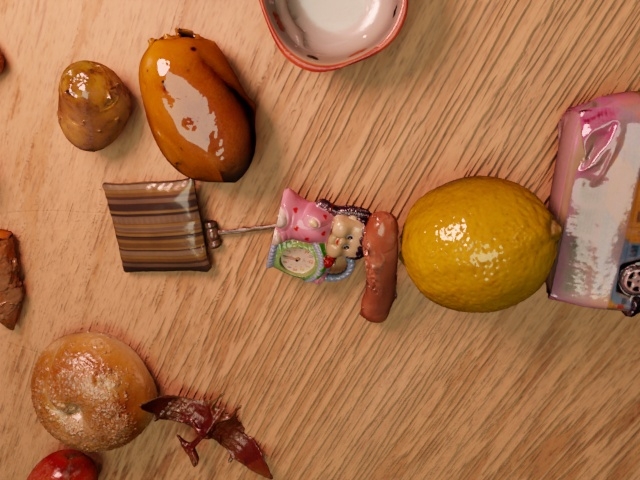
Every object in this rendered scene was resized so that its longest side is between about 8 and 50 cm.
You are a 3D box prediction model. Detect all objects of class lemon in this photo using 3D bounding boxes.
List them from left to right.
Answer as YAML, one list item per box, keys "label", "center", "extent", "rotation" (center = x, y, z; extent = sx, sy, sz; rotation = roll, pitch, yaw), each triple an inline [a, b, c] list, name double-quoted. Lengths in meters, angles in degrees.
- label: "lemon"
  center: [0.279, 0.007, 0.960]
  extent: [0.267, 0.267, 0.268]
  rotation: [2, 110, 7]

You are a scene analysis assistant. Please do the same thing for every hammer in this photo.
- label: "hammer"
  center: [-0.100, -0.027, 1.117]
  extent: [0.292, 0.029, 0.058]
  rotation: [-6, 111, 8]

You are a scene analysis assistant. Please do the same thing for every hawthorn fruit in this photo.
- label: "hawthorn fruit"
  center: [-0.654, 0.616, 1.353]
  extent: [0.172, 0.173, 0.173]
  rotation: [2, 110, 7]

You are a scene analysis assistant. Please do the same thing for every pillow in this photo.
- label: "pillow"
  center: [-0.345, -0.028, 1.132]
  extent: [0.208, 0.052, 0.212]
  rotation: [-1, 114, 12]

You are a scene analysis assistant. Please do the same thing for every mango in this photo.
- label: "mango"
  center: [-0.226, -0.241, 0.987]
  extent: [0.201, 0.153, 0.287]
  rotation: [-25, 110, -1]

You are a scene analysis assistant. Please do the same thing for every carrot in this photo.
- label: "carrot"
  center: [-0.733, 0.098, 1.221]
  extent: [0.101, 0.102, 0.263]
  rotation: [7, 117, 5]

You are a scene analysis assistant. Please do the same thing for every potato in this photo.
- label: "potato"
  center: [-0.437, -0.260, 1.025]
  extent: [0.137, 0.137, 0.176]
  rotation: [33, 132, -5]

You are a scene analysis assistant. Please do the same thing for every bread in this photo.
- label: "bread"
  center: [-0.538, 0.363, 1.246]
  extent: [0.305, 0.159, 0.306]
  rotation: [3, 112, 7]

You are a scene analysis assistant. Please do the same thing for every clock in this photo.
- label: "clock"
  center: [0.000, 0.000, 1.063]
  extent: [0.195, 0.100, 0.194]
  rotation: [12, 127, -5]

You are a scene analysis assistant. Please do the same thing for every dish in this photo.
- label: "dish"
  center: [0.023, -0.417, 0.905]
  extent: [0.256, 0.117, 0.256]
  rotation: [3, 110, 7]

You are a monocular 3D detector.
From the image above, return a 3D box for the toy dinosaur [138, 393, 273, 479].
- label: "toy dinosaur"
  center: [-0.272, 0.450, 1.250]
  extent: [0.206, 0.113, 0.327]
  rotation: [-25, 112, 4]

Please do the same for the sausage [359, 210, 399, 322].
- label: "sausage"
  center: [0.115, 0.063, 1.038]
  extent: [0.078, 0.078, 0.304]
  rotation: [4, 141, 6]

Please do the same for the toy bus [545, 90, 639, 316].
- label: "toy bus"
  center: [0.497, -0.068, 0.944]
  extent: [0.162, 0.171, 0.387]
  rotation: [3, 109, 6]

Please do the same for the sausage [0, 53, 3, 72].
- label: "sausage"
  center: [-0.693, -0.408, 1.028]
  extent: [0.076, 0.076, 0.198]
  rotation: [-29, 103, 16]
